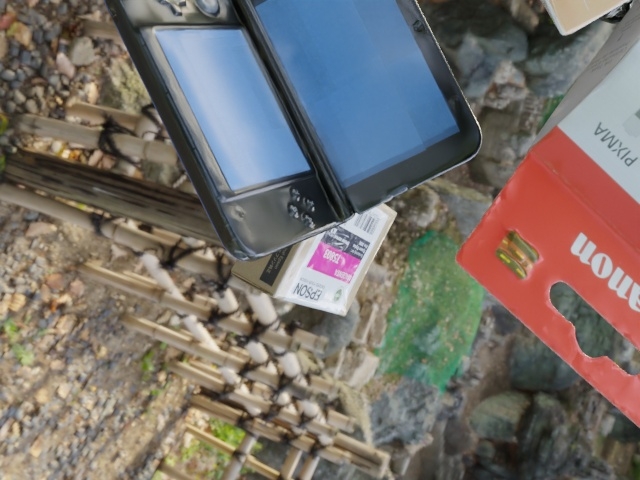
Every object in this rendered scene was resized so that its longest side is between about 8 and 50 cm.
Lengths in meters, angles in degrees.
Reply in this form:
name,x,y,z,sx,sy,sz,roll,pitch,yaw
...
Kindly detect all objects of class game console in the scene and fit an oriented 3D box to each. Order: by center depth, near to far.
name,x,y,z,sx,sy,sz,roll,pitch,yaw
game console,-0.017,-0.163,0.688,0.250,0.173,0.293,-23,86,-53

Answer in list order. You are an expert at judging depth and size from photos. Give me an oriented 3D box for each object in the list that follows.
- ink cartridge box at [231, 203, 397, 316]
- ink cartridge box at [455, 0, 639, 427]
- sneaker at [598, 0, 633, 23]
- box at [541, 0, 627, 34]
name,x,y,z,sx,sy,sz,roll,pitch,yaw
ink cartridge box,0.000,0.000,1.061,0.234,0.088,0.193,24,93,-61
ink cartridge box,0.349,-0.035,0.650,0.385,0.308,0.091,-51,-172,-17
sneaker,0.381,-0.331,0.870,0.227,0.130,0.087,-18,142,-5
box,0.164,-0.214,0.355,0.130,0.170,0.091,45,27,-36
